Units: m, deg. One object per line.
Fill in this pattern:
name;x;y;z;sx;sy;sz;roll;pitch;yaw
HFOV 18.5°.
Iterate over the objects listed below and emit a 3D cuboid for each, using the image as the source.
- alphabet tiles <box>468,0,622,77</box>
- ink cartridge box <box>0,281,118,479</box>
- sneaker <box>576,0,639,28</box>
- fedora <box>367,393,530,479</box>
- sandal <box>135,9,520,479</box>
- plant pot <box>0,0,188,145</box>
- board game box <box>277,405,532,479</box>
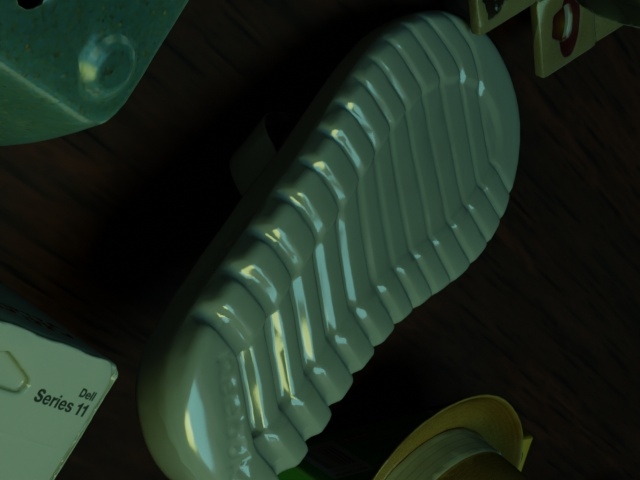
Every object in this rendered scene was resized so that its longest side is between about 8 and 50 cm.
alphabet tiles;0.206;-0.278;1.286;0.342;0.011;0.285;-34;131;-33
ink cartridge box;-0.212;0.027;0.839;0.087;0.208;0.153;-60;145;1
sneaker;0.226;-0.342;1.201;0.182;0.158;0.410;-44;144;-72
fedora;0.095;0.201;1.355;0.194;0.079;0.194;-30;136;-35
sandal;-0.004;-0.014;1.169;0.416;0.102;0.169;-47;128;-46
plant pot;-0.158;-0.171;0.725;0.248;0.252;0.247;-58;146;-2
board game box;0.020;0.285;1.450;0.242;0.064;0.317;-8;120;-49
